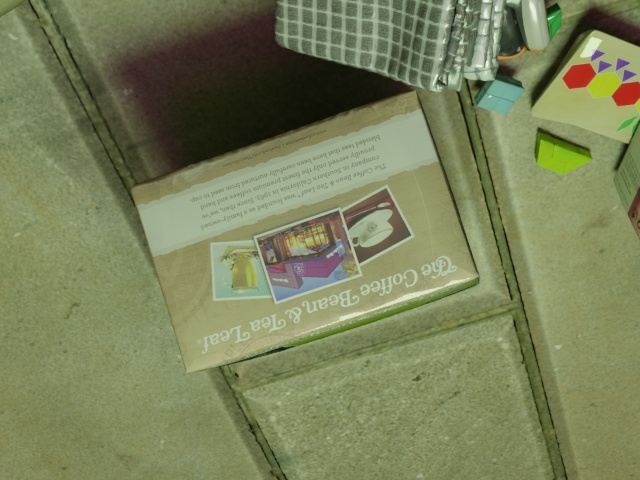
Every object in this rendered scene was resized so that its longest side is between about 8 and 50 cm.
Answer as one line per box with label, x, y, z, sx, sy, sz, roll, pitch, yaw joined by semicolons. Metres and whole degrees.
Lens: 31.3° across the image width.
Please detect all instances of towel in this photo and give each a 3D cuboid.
towel;0.069;-0.302;1.179;0.235;0.121;0.284;17;119;26

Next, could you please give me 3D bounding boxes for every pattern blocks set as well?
pattern blocks set;0.373;-0.194;1.449;0.325;0.026;0.285;21;129;-30

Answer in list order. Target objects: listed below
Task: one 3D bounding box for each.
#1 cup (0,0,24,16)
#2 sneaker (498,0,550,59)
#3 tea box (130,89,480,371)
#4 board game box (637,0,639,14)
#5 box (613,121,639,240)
cup;-0.391;-0.328;1.108;0.331;0.237;0.331;-4;129;-5
sneaker;0.142;-0.335;1.255;0.180;0.124;0.321;-9;119;14
tea box;0.000;0.000;1.342;0.329;0.323;0.220;-18;85;5
board game box;0.428;-0.343;1.350;0.103;0.026;0.154;-12;129;2
box;0.491;-0.114;1.441;0.148;0.127;0.232;1;137;-11
